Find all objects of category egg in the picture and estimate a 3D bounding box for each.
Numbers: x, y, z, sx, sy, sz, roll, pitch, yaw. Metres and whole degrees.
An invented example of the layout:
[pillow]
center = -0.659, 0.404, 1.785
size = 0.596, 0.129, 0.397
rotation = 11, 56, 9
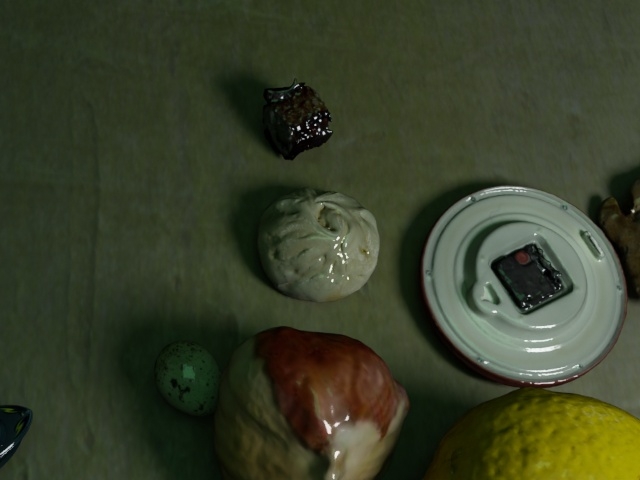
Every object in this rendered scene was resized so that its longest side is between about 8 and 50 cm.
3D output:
[egg]
center = -0.172, 0.185, 1.299
size = 0.085, 0.085, 0.110
rotation = -42, 88, -23

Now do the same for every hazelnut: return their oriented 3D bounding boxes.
[hazelnut]
center = -0.014, 0.235, 1.224
size = 0.261, 0.241, 0.261
rotation = -9, 112, -24

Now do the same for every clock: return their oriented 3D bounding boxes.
[clock]
center = 0.300, 0.062, 1.440
size = 0.318, 0.080, 0.318
rotation = 4, 67, -9

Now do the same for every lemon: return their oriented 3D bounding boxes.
[lemon]
center = 0.288, 0.337, 1.194
size = 0.336, 0.336, 0.336
rotation = 4, 67, -9

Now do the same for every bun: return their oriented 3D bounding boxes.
[bun]
center = 0.000, 0.000, 1.400
size = 0.183, 0.102, 0.183
rotation = 3, 69, -8

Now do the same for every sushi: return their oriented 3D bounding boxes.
[sushi]
center = -0.037, -0.181, 1.475
size = 0.084, 0.094, 0.098
rotation = -25, 73, -21

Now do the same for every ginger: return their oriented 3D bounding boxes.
[ginger]
center = 0.541, -0.051, 1.537
size = 0.166, 0.080, 0.333
rotation = 31, 71, 20

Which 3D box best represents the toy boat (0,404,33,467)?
[toy boat]
center = -0.469, 0.271, 1.202
size = 0.246, 0.103, 0.093
rotation = -27, 50, -24
